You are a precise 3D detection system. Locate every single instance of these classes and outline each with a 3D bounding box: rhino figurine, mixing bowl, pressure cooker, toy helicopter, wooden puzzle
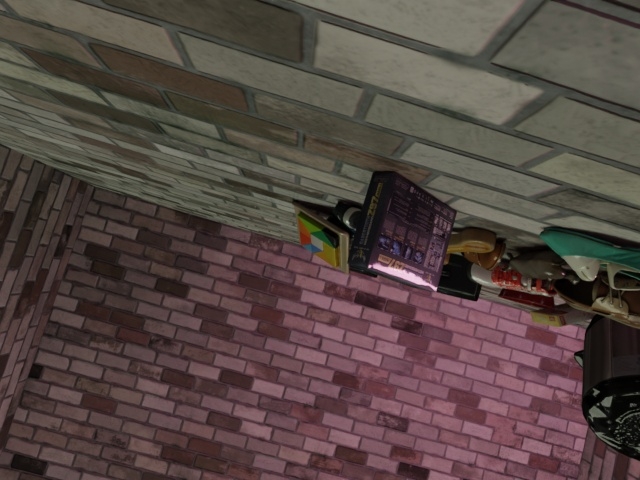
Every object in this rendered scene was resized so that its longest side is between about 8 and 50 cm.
[{"bbox_3d":[0.541,0.062,1.033,0.106,0.073,0.243,13,176,-6],"label":"rhino figurine"},{"bbox_3d":[0.720,0.169,1.423,0.182,0.098,0.181,14,174,2],"label":"mixing bowl"},{"bbox_3d":[0.971,0.372,1.179,0.370,0.420,0.375,14,133,23],"label":"pressure cooker"},{"bbox_3d":[0.287,0.005,1.098,0.235,0.140,0.355,30,157,-31],"label":"toy helicopter"},{"bbox_3d":[0.000,0.000,1.324,0.221,0.044,0.238,32,154,27],"label":"wooden puzzle"}]

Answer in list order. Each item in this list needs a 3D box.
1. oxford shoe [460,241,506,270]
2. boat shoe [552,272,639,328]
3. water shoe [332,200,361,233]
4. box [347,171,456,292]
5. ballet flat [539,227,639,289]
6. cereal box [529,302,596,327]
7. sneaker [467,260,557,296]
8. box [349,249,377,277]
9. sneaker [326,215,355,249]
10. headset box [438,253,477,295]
[{"bbox_3d":[0.425,0.034,1.093,0.076,0.076,0.212,22,175,2],"label":"oxford shoe"},{"bbox_3d":[0.752,0.148,1.055,0.117,0.123,0.324,21,171,-22],"label":"boat shoe"},{"bbox_3d":[0.101,-0.062,1.162,0.080,0.073,0.203,37,-179,28],"label":"water shoe"},{"bbox_3d":[0.170,-0.009,0.815,0.233,0.183,0.059,20,173,-40],"label":"box"},{"bbox_3d":[0.542,0.043,0.773,0.248,0.087,0.083,15,174,16],"label":"ballet flat"},{"bbox_3d":[0.881,0.242,1.415,0.240,0.047,0.173,-13,175,-2],"label":"cereal box"},{"bbox_3d":[0.600,0.110,1.253,0.270,0.090,0.145,14,174,-12],"label":"sneaker"},{"bbox_3d":[0.153,0.041,1.489,0.108,0.153,0.207,14,173,24],"label":"box"},{"bbox_3d":[0.141,-0.007,1.315,0.300,0.111,0.121,13,170,7],"label":"sneaker"},{"bbox_3d":[0.476,0.129,1.549,0.247,0.131,0.283,13,173,24],"label":"headset box"}]
